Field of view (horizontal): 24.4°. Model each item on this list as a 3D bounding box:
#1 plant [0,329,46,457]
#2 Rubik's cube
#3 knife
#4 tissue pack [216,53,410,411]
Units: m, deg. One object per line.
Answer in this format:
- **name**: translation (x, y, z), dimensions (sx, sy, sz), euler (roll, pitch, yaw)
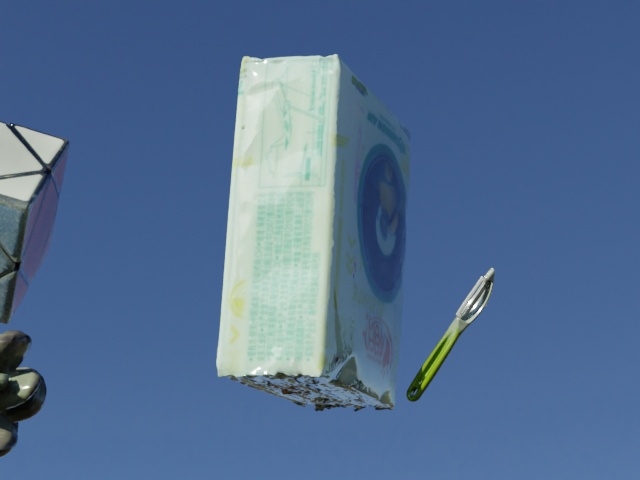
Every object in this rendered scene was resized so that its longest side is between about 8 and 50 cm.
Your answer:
- **plant**: translation (-0.388, 0.164, 1.605), dimensions (0.149, 0.146, 0.274), euler (-3, -5, -32)
- **Rubik's cube**: translation (-0.486, -0.041, 2.061), dimensions (0.205, 0.207, 0.205), euler (16, -57, -2)
- **knife**: translation (0.154, 0.111, 1.716), dimensions (0.026, 0.022, 0.184), euler (27, -81, -39)
- **tissue pack**: translation (0.000, 0.000, 1.824), dimensions (0.162, 0.388, 0.287), euler (-2, -15, 22)
